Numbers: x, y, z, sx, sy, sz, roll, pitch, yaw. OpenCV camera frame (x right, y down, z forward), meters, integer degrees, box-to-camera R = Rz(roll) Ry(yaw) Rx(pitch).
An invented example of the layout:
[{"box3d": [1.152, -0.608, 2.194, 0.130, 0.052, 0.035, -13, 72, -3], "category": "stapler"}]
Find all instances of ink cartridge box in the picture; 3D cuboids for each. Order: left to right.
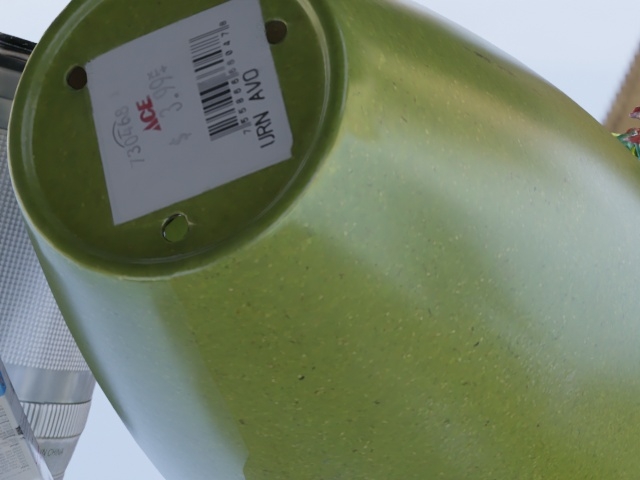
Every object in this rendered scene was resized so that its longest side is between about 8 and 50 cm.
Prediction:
[{"box3d": [-0.164, 0.102, 0.985, 0.028, 0.083, 0.048, -22, -170, -3], "category": "ink cartridge box"}]

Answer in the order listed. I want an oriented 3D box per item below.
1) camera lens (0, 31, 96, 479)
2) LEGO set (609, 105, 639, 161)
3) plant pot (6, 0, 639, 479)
[{"box3d": [-0.223, 0.013, 1.102, 0.219, 0.274, 0.219, 16, -179, 0], "category": "camera lens"}, {"box3d": [0.200, -0.039, 1.123, 0.132, 0.107, 0.287, -19, 163, 17], "category": "LEGO set"}, {"box3d": [0.000, 0.000, 0.809, 0.275, 0.293, 0.274, -9, -114, 19], "category": "plant pot"}]
